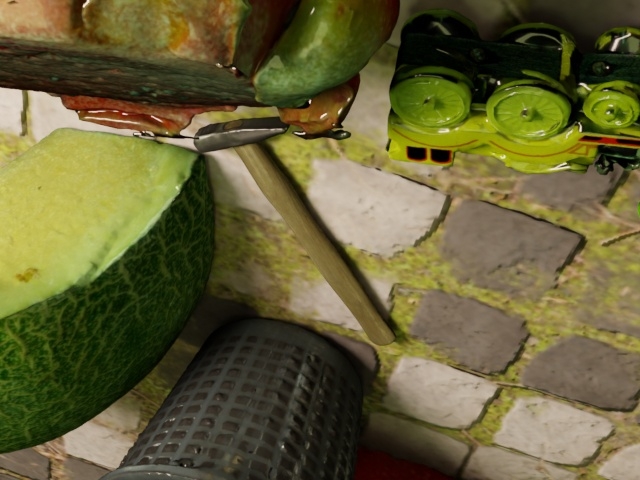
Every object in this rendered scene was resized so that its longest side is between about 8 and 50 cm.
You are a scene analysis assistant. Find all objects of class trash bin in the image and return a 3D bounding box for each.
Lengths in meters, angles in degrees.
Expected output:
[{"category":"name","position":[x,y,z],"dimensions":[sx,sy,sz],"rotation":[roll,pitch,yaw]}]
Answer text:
[{"category":"trash bin","position":[-0.044,0.144,0.758],"dimensions":[0.175,0.161,0.175],"rotation":[13,137,12]}]

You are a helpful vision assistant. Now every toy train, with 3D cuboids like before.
[{"category":"toy train","position":[0.153,-0.056,0.523],"dimensions":[0.250,0.053,0.085],"rotation":[9,148,12]}]

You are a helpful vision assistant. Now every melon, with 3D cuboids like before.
[{"category":"melon","position":[-0.173,0.063,0.759],"dimensions":[0.124,0.196,0.323],"rotation":[51,155,17]}]

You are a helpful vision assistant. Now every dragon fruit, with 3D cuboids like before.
[{"category":"dragon fruit","position":[-0.114,-0.114,0.460],"dimensions":[0.295,0.130,0.268],"rotation":[4,-178,6]}]

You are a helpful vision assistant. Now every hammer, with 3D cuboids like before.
[{"category":"hammer","position":[0.000,0.000,0.687],"dimensions":[0.062,0.013,0.199],"rotation":[-8,135,32]}]

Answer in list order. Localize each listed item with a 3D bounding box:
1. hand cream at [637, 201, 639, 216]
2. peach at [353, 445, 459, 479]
[{"category":"hand cream","position":[0.219,-0.095,0.409],"dimensions":[0.079,0.050,0.275],"rotation":[12,128,-32]},{"category":"peach","position":[0.053,0.288,0.902],"dimensions":[0.338,0.281,0.281],"rotation":[58,139,7]}]
